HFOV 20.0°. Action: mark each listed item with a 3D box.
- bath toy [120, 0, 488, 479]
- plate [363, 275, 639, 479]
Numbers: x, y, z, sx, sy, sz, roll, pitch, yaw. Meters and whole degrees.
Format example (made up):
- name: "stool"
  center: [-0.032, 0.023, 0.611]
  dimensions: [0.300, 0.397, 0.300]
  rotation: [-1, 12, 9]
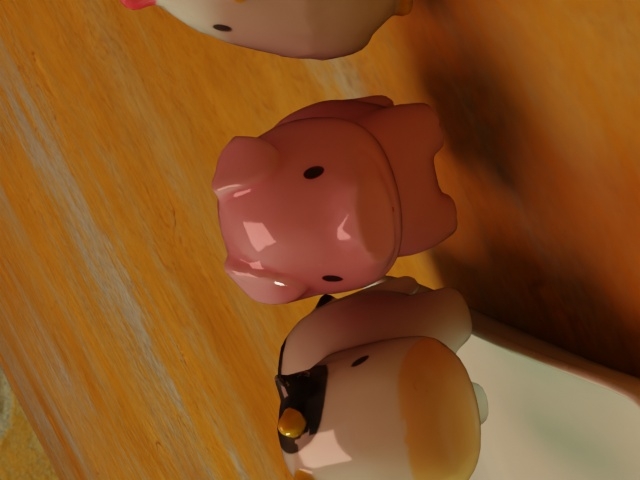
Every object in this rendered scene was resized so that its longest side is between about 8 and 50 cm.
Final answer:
- name: "bath toy"
  center: [0.000, 0.000, 0.805]
  dimensions: [0.151, 0.129, 0.348]
  rotation: [-164, 61, -67]
- name: "plate"
  center: [0.138, 0.152, 0.885]
  dimensions: [0.277, 0.045, 0.278]
  rotation: [21, 136, 64]
